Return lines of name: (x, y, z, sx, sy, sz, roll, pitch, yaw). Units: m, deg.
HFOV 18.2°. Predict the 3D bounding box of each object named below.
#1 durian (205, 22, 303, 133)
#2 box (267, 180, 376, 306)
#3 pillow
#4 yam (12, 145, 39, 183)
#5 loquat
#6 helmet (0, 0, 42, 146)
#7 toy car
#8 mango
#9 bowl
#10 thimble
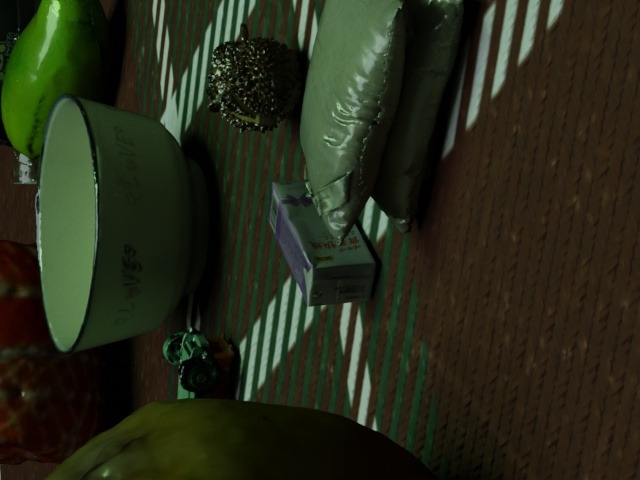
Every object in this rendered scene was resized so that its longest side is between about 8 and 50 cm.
durian: (-0.052, -0.127, 1.555, 0.080, 0.080, 0.091, 154, 109, -68)
box: (0.000, 0.000, 1.440, 0.117, 0.051, 0.036, -119, 28, -52)
pillow: (0.033, -0.107, 1.316, 0.134, 0.078, 0.181, -116, 34, -53)
yam: (-0.319, -0.134, 2.301, 0.079, 0.079, 0.141, -171, 82, -70)
loquat: (-0.041, 0.216, 1.207, 0.276, 0.284, 0.276, -33, 36, 27)
helmet: (-0.418, -0.227, 2.457, 0.279, 0.160, 0.230, -156, 70, -70)
toy car: (-0.107, 0.150, 1.727, 0.073, 0.054, 0.143, -132, 42, -64)
mango: (-0.280, -0.189, 2.142, 0.125, 0.111, 0.233, -116, 34, -44)
bowl: (-0.177, -0.013, 1.820, 0.238, 0.126, 0.237, -178, 90, -70)
thimble: (-0.387, 0.123, 2.101, 0.350, 0.350, 0.230, 157, 114, -68)
